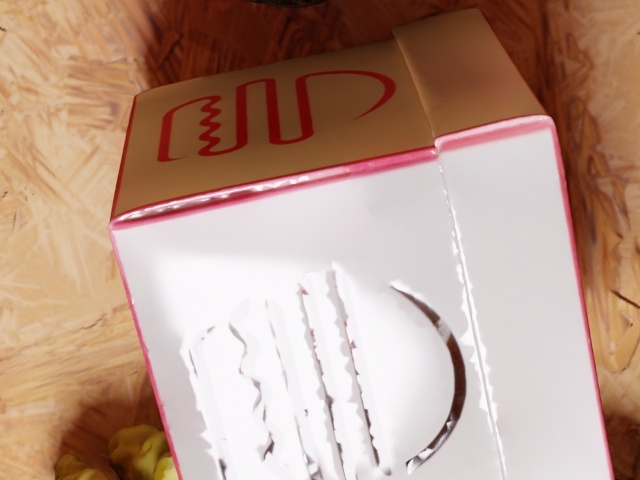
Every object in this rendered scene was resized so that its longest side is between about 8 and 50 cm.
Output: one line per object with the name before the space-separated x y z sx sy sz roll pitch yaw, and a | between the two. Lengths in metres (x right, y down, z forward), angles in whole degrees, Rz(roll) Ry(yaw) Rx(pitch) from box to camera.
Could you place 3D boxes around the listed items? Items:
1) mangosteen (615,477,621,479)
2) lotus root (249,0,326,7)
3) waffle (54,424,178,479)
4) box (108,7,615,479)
mangosteen | 0.211 0.378 1.337 0.382 0.382 0.435 19 77 -4
lotus root | -0.033 -0.233 1.236 0.192 0.088 0.113 18 127 -5
waffle | -0.116 0.323 1.374 0.151 0.261 0.324 -29 113 -13
box | 0.029 0.036 1.201 0.300 0.312 0.314 -12 111 2
